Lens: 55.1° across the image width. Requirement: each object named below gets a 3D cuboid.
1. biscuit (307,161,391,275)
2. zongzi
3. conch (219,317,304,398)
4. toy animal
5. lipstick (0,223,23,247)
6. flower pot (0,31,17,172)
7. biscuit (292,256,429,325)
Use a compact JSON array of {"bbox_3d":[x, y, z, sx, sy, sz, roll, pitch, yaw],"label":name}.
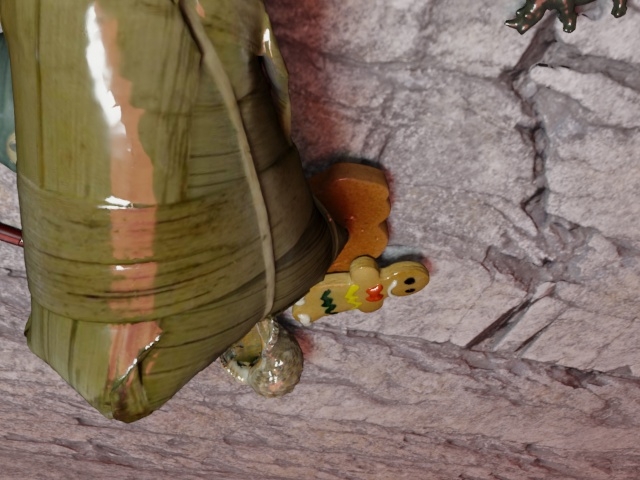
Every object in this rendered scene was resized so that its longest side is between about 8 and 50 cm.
[{"bbox_3d":[0.000,0.000,0.957,0.202,0.047,0.334,9,141,-19],"label":"biscuit"},{"bbox_3d":[-0.078,-0.136,0.621,0.218,0.467,0.500,23,122,23],"label":"zongzi"},{"bbox_3d":[-0.113,0.205,1.130,0.155,0.130,0.207,-14,125,-5],"label":"conch"},{"bbox_3d":[0.267,-0.263,0.667,0.135,0.047,0.065,-15,132,17],"label":"toy animal"},{"bbox_3d":[-0.448,0.007,0.970,0.176,0.027,0.027,24,133,-28],"label":"lipstick"},{"bbox_3d":[-0.270,-0.147,0.698,0.243,0.157,0.189,5,138,-18],"label":"flower pot"},{"bbox_3d":[0.062,0.084,1.014,0.240,0.035,0.158,-12,146,6],"label":"biscuit"}]
